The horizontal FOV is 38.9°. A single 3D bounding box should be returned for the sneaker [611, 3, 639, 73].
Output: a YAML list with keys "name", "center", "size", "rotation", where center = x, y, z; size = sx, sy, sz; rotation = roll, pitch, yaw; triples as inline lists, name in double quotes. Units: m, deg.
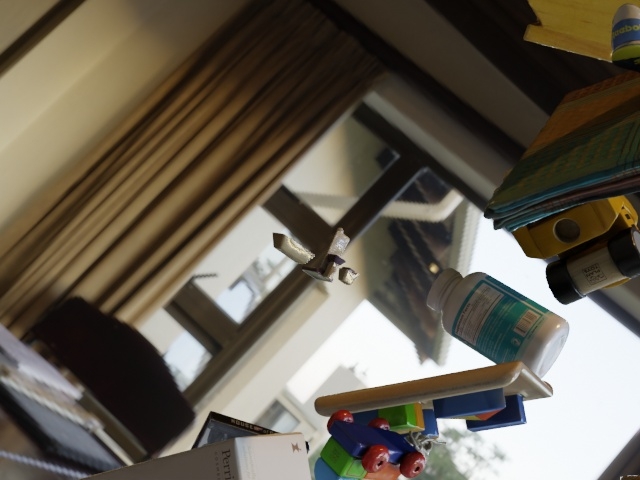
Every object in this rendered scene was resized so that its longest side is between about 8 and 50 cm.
- name: "sneaker"
  center: [0.346, -0.204, 0.944]
  size: [0.053, 0.059, 0.144]
  rotation: [-15, -15, 36]

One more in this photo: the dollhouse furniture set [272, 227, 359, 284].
- name: "dollhouse furniture set"
  center: [0.000, 0.000, 1.299]
  size: [0.114, 0.081, 0.091]
  rotation: [36, -16, -33]

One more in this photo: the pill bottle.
- name: "pill bottle"
  center: [0.342, 0.156, 1.779]
  size: [0.264, 0.146, 0.146]
  rotation: [32, -14, 27]

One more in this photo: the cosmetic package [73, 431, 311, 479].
- name: "cosmetic package"
  center: [-0.189, 0.393, 1.232]
  size: [0.155, 0.366, 0.196]
  rotation: [13, 59, -53]

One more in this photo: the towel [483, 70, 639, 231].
- name: "towel"
  center: [0.348, -0.129, 0.965]
  size: [0.271, 0.370, 0.040]
  rotation: [-17, -73, 34]

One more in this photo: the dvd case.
- name: "dvd case"
  center: [-0.148, 0.407, 1.515]
  size: [0.179, 0.238, 0.029]
  rotation: [21, 22, -16]

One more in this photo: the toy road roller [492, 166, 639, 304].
- name: "toy road roller"
  center: [0.527, -0.050, 1.848]
  size: [0.329, 0.202, 0.240]
  rotation: [56, 33, -7]

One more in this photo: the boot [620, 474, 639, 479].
- name: "boot"
  center: [0.634, 0.554, 1.624]
  size: [0.262, 0.203, 0.095]
  rotation: [28, -30, -26]

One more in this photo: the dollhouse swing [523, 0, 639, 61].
- name: "dollhouse swing"
  center: [0.533, -0.525, 1.634]
  size: [0.315, 0.346, 0.305]
  rotation: [13, 24, -2]

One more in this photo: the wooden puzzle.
- name: "wooden puzzle"
  center: [0.198, 0.273, 1.466]
  size: [0.348, 0.322, 0.080]
  rotation: [30, 49, -64]

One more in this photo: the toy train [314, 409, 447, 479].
- name: "toy train"
  center: [0.085, 0.347, 1.335]
  size: [0.248, 0.143, 0.105]
  rotation: [23, 11, -45]
